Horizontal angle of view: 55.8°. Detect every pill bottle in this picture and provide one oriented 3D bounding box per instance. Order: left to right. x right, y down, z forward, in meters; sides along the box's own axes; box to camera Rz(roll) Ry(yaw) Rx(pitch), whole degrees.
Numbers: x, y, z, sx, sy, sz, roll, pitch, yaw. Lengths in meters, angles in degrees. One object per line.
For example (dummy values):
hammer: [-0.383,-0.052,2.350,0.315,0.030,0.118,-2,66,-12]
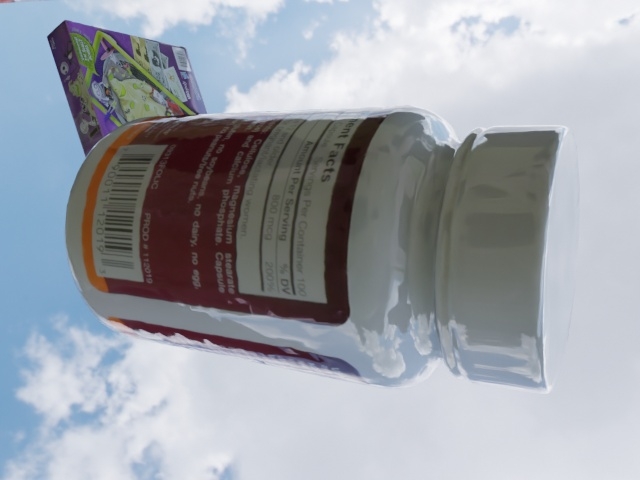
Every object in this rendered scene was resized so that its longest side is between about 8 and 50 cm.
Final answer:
pill bottle: [0.000,0.000,0.516,0.392,0.224,0.224,5,-117,28]

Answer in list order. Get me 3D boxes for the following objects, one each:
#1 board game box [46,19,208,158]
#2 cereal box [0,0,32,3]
board game box: [-0.210,-0.105,0.799,0.056,0.208,0.347,-21,-95,27]
cereal box: [-0.219,-0.275,0.481,0.240,0.173,0.047,0,-118,11]
